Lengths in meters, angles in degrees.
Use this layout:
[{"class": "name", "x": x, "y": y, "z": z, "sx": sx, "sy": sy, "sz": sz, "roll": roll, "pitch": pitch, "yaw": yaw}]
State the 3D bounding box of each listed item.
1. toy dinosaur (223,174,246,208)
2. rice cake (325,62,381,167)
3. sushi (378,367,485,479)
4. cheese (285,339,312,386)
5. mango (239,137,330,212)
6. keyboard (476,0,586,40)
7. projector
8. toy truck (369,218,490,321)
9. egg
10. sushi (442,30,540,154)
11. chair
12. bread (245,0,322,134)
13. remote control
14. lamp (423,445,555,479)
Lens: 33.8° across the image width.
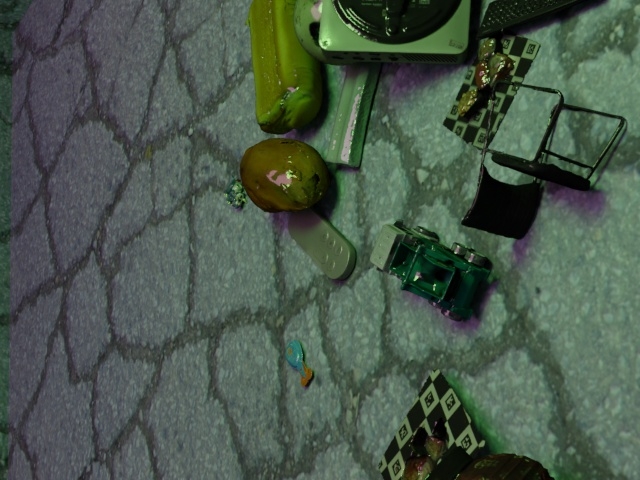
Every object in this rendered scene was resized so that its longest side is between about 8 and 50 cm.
[{"class": "toy dinosaur", "x": -0.187, "y": -0.106, "z": 2.322, "sx": 0.047, "sy": 0.031, "sz": 0.083, "roll": -51, "pitch": 41, "yaw": 28}, {"class": "rice cake", "x": 0.061, "y": -0.247, "z": 2.019, "sx": 0.080, "sy": 0.042, "sz": 0.221, "roll": 4, "pitch": 80, "yaw": 50}, {"class": "sushi", "x": 0.178, "y": 0.329, "z": 1.613, "sx": 0.210, "sy": 0.040, "sz": 0.192, "roll": -62, "pitch": 29, "yaw": 21}, {"class": "cheese", "x": -0.042, "y": 0.229, "z": 1.987, "sx": 0.047, "sy": 0.017, "sz": 0.111, "roll": -61, "pitch": 36, "yaw": 24}, {"class": "mango", "x": -0.075, "y": -0.120, "z": 2.070, "sx": 0.249, "sy": 0.151, "sz": 0.156, "roll": 32, "pitch": 116, "yaw": 55}, {"class": "keyboard", "x": 0.346, "y": -0.381, "z": 1.673, "sx": 0.250, "sy": 0.017, "sz": 0.087, "roll": -10, "pitch": 51, "yaw": 53}, {"class": "projector", "x": 0.135, "y": -0.439, "z": 1.831, "sx": 0.079, "sy": 0.257, "sz": 0.259, "roll": 62, "pitch": -148, "yaw": -73}, {"class": "toy truck", "x": 0.165, "y": 0.040, "z": 1.682, "sx": 0.216, "sy": 0.116, "sz": 0.110, "roll": 37, "pitch": 107, "yaw": 54}, {"class": "egg", "x": 0.048, "y": -0.429, "z": 1.985, "sx": 0.177, "sy": 0.177, "sz": 0.228, "roll": -31, "pitch": 13, "yaw": 45}, {"class": "sushi", "x": 0.267, "y": -0.255, "z": 1.737, "sx": 0.139, "sy": 0.031, "sz": 0.201, "roll": 43, "pitch": 112, "yaw": 53}, {"class": "chair", "x": 0.310, "y": -0.102, "z": 1.519, "sx": 0.145, "sy": 0.140, "sz": 0.221, "roll": 28, "pitch": 101, "yaw": 57}, {"class": "bread", "x": -0.069, "y": -0.390, "z": 2.201, "sx": 0.166, "sy": 0.112, "sz": 0.383, "roll": -41, "pitch": 45, "yaw": 42}, {"class": "remote control", "x": 0.000, "y": 0.000, "z": 2.019, "sx": 0.077, "sy": 0.022, "sz": 0.245, "roll": -62, "pitch": 36, "yaw": 14}, {"class": "lamp", "x": 0.220, "y": 0.390, "z": 1.372, "sx": 0.247, "sy": 0.247, "sz": 0.247, "roll": -27, "pitch": 55, "yaw": 47}]
